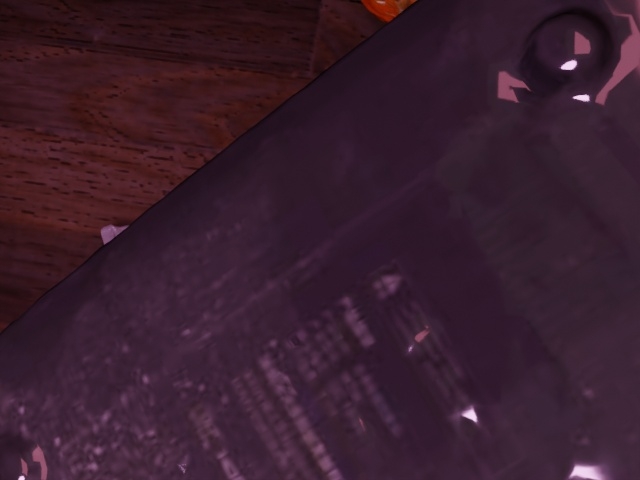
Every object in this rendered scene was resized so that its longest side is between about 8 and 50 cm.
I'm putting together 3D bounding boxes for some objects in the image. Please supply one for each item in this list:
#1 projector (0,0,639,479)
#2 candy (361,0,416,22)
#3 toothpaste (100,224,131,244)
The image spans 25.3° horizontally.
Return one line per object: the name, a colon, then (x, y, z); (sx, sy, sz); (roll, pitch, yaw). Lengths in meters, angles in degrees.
projector: (0.084, 0.137, 0.570); (0.405, 0.242, 0.395); (-37, 72, 11)
candy: (0.067, -0.098, 0.815); (0.078, 0.084, 0.288); (-3, 56, -9)
toothpaste: (0.000, 0.000, 0.812); (0.248, 0.047, 0.078); (-12, 61, -3)
